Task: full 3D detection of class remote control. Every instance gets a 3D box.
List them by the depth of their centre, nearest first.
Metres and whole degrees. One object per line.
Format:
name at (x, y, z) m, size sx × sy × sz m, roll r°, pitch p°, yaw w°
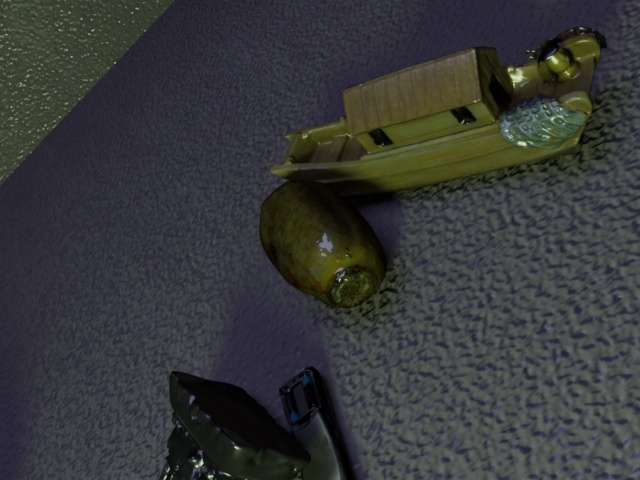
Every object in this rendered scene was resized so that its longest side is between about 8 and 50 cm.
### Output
remote control at (-0.005, 0.218, 0.897) m, size 0.059 × 0.028 × 0.212 m, roll -37°, pitch 34°, yaw 11°

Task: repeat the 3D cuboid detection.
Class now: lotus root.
lotus root at (0.000, 0.000, 1.036) m, size 0.123 × 0.124 × 0.241 m, roll -62°, pitch 32°, yaw 9°

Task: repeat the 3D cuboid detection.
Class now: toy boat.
toy boat at (0.122, -0.140, 1.021) m, size 0.445 × 0.162 × 0.136 m, roll -12°, pitch 48°, yaw 40°

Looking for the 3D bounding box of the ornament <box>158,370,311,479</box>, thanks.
ornament at (-0.142, 0.297, 0.912) m, size 0.260 × 0.106 × 0.251 m, roll -63°, pitch 28°, yaw 1°
